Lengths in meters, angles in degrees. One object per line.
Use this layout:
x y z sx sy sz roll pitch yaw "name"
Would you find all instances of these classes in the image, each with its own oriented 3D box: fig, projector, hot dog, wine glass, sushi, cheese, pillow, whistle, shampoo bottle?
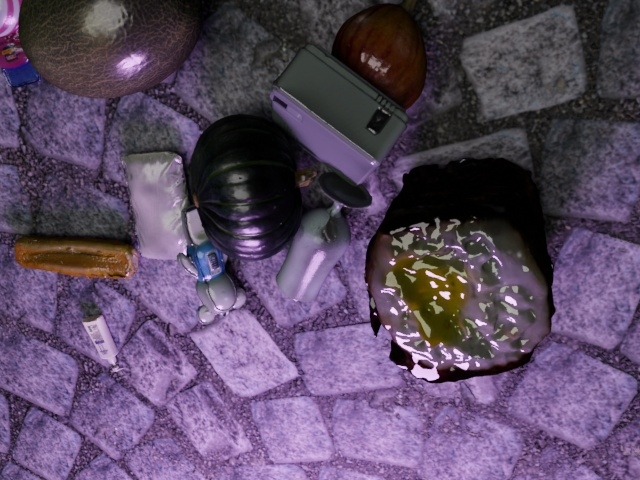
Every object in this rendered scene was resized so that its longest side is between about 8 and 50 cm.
0.090 -0.296 1.067 0.149 0.148 0.202 2 80 -10 "fig"
0.022 -0.187 1.070 0.192 0.256 0.099 35 86 -1 "projector"
-0.501 0.032 1.431 0.289 0.068 0.083 5 92 19 "hot dog"
0.000 0.000 1.243 0.103 0.103 0.231 28 121 3 "wine glass"
0.219 0.042 1.087 0.281 0.294 0.299 7 116 10 "sushi"
-0.584 -0.400 1.261 0.155 0.062 0.244 -8 111 18 "cheese"
-0.310 -0.062 1.337 0.128 0.051 0.229 5 116 16 "pillow"
-0.219 0.044 1.335 0.077 0.114 0.236 15 126 54 "whistle"
-0.475 0.228 1.528 0.049 0.034 0.141 -13 110 14 "shampoo bottle"

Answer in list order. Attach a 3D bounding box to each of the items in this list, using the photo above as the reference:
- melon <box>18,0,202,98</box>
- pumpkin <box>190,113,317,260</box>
-0.338 -0.350 1.109 0.301 0.237 0.237 -15 109 23 "melon"
-0.111 -0.091 1.162 0.216 0.250 0.250 -13 110 2 "pumpkin"
